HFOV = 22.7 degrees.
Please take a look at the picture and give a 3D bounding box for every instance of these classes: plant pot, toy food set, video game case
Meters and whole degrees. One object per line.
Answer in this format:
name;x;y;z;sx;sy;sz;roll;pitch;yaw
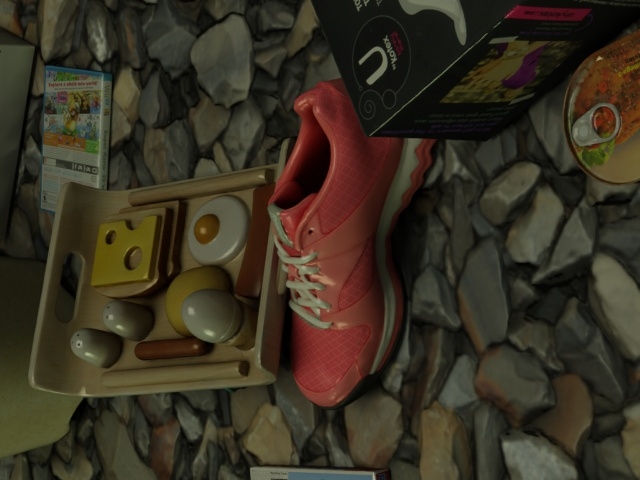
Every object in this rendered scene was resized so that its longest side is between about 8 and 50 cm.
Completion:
plant pot;-0.441;0.138;1.768;0.334;0.305;0.334;4;95;48
toy food set;-0.151;0.028;1.521;0.306;0.092;0.219;-7;68;37
video game case;-0.274;-0.108;1.783;0.119;0.015;0.166;13;102;48

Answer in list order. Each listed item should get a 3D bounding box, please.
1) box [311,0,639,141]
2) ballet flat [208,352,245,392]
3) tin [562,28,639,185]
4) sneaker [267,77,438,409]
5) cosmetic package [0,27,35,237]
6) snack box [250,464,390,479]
box;0.136;-0.212;1.222;0.270;0.143;0.165;-39;63;42
ballet flat;-0.112;0.069;1.583;0.203;0.074;0.074;46;125;43
tin;0.259;-0.106;1.173;0.190;0.040;0.106;-25;70;46
sneaker;0.000;-0.001;1.395;0.116;0.136;0.314;26;112;45
cosmetic package;-0.401;-0.129;1.887;0.099;0.060;0.239;31;116;45
snack box;-0.001;0.245;1.498;0.178;0.022;0.064;-7;87;48
